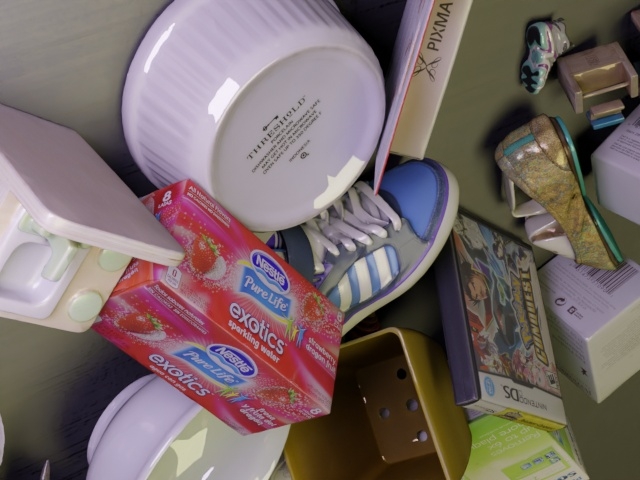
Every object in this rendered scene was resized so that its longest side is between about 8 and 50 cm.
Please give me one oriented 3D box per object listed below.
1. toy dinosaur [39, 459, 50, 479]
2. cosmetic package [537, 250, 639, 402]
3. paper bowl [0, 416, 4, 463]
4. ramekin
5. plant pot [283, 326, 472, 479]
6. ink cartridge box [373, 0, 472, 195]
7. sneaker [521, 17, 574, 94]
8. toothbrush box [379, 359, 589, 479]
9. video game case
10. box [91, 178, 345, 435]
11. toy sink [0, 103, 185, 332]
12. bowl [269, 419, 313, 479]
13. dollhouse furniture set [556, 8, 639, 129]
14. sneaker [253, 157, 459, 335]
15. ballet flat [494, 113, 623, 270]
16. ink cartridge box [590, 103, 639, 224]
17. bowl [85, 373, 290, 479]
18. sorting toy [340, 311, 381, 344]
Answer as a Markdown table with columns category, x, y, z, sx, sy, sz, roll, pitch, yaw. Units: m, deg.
| category | x | y | z | sx | sy | sz | roll | pitch | yaw |
| --- | --- | --- | --- | --- | --- | --- | --- | --- | --- |
| toy dinosaur | -0.363 | 0.354 | 1.346 | 0.160 | 0.121 | 0.313 | -6 | 122 | -53 |
| cosmetic package | 0.421 | 0.118 | 1.788 | 0.151 | 0.151 | 0.183 | -36 | 138 | -12 |
| paper bowl | -0.445 | 0.222 | 1.115 | 0.284 | 0.148 | 0.284 | -25 | 137 | -25 |
| ramekin | -0.054 | -0.130 | 1.180 | 0.273 | 0.127 | 0.272 | -24 | 136 | -25 |
| plant pot | 0.083 | 0.229 | 1.509 | 0.212 | 0.212 | 0.187 | -21 | 173 | 28 |
| ink cartridge box | 0.116 | -0.208 | 1.197 | 0.060 | 0.239 | 0.275 | 13 | 120 | -5 |
| sneaker | 0.293 | -0.235 | 1.469 | 0.069 | 0.038 | 0.098 | -21 | 134 | -27 |
| toothbrush box | 0.242 | 0.292 | 1.721 | 0.206 | 0.122 | 0.283 | -27 | 138 | 16 |
| video game case | 0.236 | 0.104 | 1.548 | 0.035 | 0.274 | 0.248 | -22 | 152 | 32 |
| box | -0.102 | 0.073 | 1.155 | 0.123 | 0.128 | 0.257 | -21 | 132 | 33 |
| toy sink | -0.255 | -0.010 | 1.019 | 0.153 | 0.234 | 0.131 | 18 | 109 | -49 |
| bowl | -0.056 | 0.286 | 1.562 | 0.170 | 0.080 | 0.170 | -24 | 135 | -26 |
| dollhouse furniture set | 0.409 | -0.213 | 1.548 | 0.184 | 0.129 | 0.129 | -16 | 137 | 1 |
| sneaker | -0.001 | 0.000 | 1.332 | 0.323 | 0.130 | 0.236 | -45 | 145 | 7 |
| ballet flat | 0.325 | -0.048 | 1.610 | 0.123 | 0.123 | 0.348 | -44 | 141 | -3 |
| ink cartridge box | 0.546 | -0.134 | 1.619 | 0.278 | 0.201 | 0.117 | -44 | 141 | -17 |
| bowl | -0.176 | 0.249 | 1.355 | 0.298 | 0.134 | 0.297 | -42 | 150 | -32 |
| sorting toy | 0.032 | 0.104 | 1.503 | 0.102 | 0.061 | 0.042 | -2 | 123 | -27 |
